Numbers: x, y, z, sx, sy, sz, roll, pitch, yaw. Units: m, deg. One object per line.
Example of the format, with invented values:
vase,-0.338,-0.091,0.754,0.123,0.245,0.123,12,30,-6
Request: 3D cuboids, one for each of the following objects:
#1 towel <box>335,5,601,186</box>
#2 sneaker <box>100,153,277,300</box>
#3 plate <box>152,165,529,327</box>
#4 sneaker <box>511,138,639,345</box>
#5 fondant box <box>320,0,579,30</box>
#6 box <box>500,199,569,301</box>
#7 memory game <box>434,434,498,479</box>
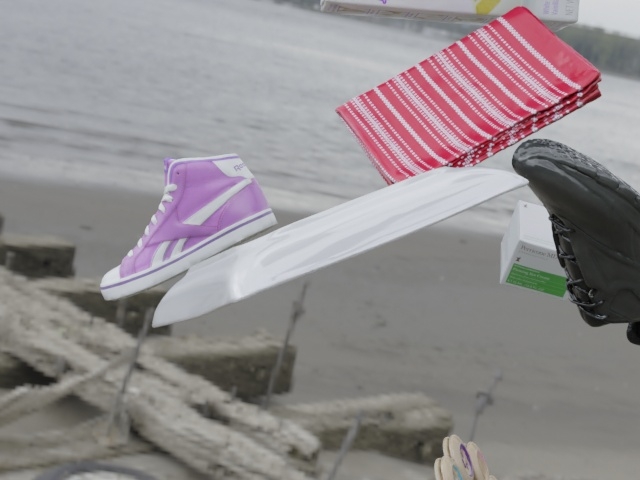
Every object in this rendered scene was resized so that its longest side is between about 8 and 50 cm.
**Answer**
towel,0.173,-0.171,1.415,0.275,0.031,0.199,-29,45,-3
sneaker,-0.218,-0.030,1.723,0.282,0.161,0.102,-28,2,7
plate,0.000,0.000,1.039,0.277,0.045,0.278,-23,1,-23
sneaker,0.281,0.013,1.165,0.286,0.130,0.109,39,9,-20
fondant box,0.173,-0.407,1.536,0.330,0.238,0.096,4,4,-3
box,0.313,0.014,1.674,0.101,0.087,0.102,15,37,-2
memory game,0.115,0.215,0.767,0.012,0.186,0.186,-21,1,17
